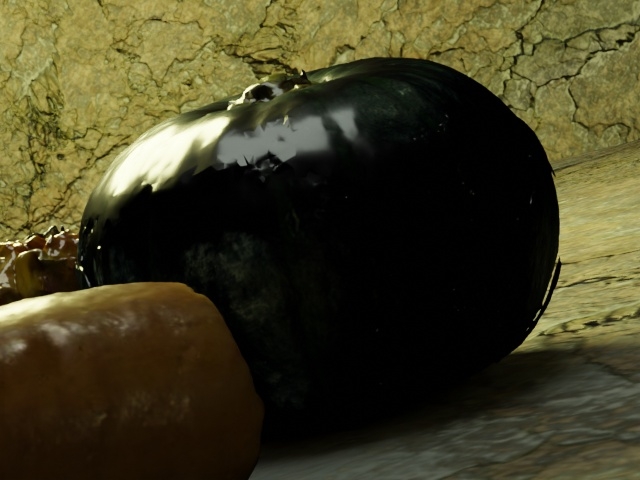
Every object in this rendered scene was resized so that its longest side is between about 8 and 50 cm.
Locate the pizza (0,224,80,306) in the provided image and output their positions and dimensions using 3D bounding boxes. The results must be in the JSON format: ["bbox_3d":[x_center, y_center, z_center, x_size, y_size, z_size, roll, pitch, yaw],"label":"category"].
[{"bbox_3d":[-0.110,0.042,0.813,0.058,0.127,0.246,-6,-9,26],"label":"pizza"}]

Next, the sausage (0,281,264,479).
[{"bbox_3d":[-0.145,0.081,0.497,0.270,0.109,0.109,-17,5,-43],"label":"sausage"}]

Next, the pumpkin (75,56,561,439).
[{"bbox_3d":[0.000,0.000,0.713,0.233,0.163,0.233,-15,6,1],"label":"pumpkin"}]
